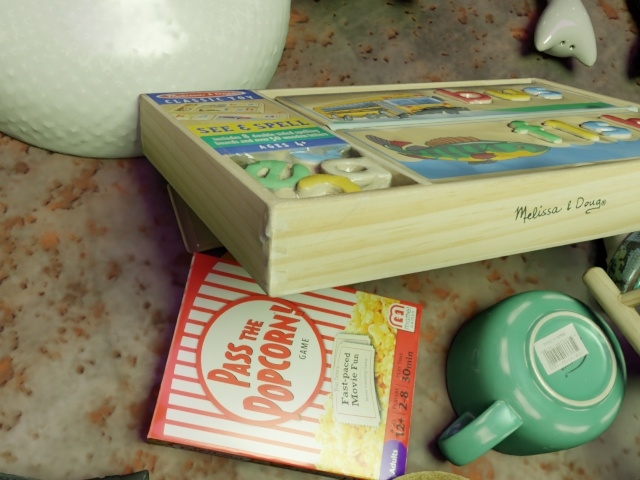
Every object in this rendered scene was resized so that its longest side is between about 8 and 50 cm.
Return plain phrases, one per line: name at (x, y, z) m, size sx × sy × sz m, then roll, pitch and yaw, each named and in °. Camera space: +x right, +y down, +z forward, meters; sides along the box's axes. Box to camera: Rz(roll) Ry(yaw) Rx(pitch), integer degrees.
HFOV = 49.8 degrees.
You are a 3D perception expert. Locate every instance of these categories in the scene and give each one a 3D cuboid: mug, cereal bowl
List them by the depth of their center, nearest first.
mug at (0.178, 0.118, 0.562) m, size 0.130 × 0.097 × 0.157 m, roll 20°, pitch 65°, yaw -6°
cereal bowl at (-0.185, -0.248, 0.596) m, size 0.339 × 0.141 × 0.338 m, roll 6°, pitch 66°, yaw -13°

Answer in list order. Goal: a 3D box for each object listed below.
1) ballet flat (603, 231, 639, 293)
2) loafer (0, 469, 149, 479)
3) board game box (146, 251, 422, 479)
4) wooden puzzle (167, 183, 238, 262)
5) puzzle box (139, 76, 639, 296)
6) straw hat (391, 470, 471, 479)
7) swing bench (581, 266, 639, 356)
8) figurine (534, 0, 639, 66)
ballet flat at (0.317, -0.011, 0.679) m, size 0.070 × 0.070 × 0.188 m, roll 44°, pitch 63°, yaw 6°
loafer at (-0.139, 0.193, 0.465) m, size 0.223 × 0.076 × 0.078 m, roll 15°, pitch 44°, yaw 3°
board game box at (-0.023, 0.104, 0.545) m, size 0.194 × 0.045 × 0.146 m, roll 13°, pitch 66°, yaw -9°
wooden puzzle at (-0.090, -0.024, 0.599) m, size 0.079 × 0.014 × 0.116 m, roll -6°, pitch 70°, yaw -21°
puzzle box at (0.097, -0.071, 0.523) m, size 0.409 × 0.272 × 0.052 m, roll -9°, pitch 115°, yaw -26°
straw hat at (0.098, 0.236, 0.509) m, size 0.145 × 0.061 × 0.144 m, roll -2°, pitch 85°, yaw 22°
swing bench at (0.373, 0.116, 0.528) m, size 0.253 × 0.165 × 0.254 m, roll 4°, pitch 64°, yaw -42°
figurine at (0.327, -0.276, 0.773) m, size 0.215 × 0.092 × 0.209 m, roll 8°, pitch 71°, yaw -10°
